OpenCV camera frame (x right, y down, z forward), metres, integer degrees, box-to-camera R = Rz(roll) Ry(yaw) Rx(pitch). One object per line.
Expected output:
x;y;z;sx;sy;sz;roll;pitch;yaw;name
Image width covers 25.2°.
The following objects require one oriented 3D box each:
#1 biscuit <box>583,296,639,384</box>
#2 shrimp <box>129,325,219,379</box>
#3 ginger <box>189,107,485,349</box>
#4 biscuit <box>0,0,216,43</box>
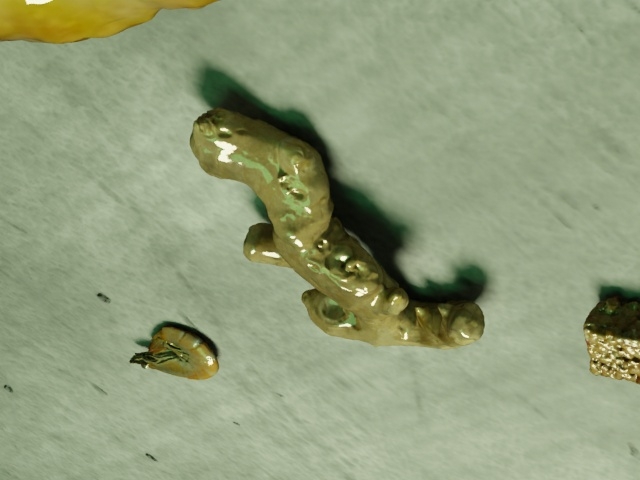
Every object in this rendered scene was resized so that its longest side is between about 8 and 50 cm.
0.270;0.079;0.934;0.199;0.034;0.064;9;143;29;biscuit
-0.137;0.100;1.308;0.108;0.023;0.059;4;130;36;shrimp
-0.006;0.005;1.033;0.259;0.065;0.149;38;150;-17;ginger
-0.189;-0.233;0.699;0.429;0.104;0.446;-13;155;29;biscuit
